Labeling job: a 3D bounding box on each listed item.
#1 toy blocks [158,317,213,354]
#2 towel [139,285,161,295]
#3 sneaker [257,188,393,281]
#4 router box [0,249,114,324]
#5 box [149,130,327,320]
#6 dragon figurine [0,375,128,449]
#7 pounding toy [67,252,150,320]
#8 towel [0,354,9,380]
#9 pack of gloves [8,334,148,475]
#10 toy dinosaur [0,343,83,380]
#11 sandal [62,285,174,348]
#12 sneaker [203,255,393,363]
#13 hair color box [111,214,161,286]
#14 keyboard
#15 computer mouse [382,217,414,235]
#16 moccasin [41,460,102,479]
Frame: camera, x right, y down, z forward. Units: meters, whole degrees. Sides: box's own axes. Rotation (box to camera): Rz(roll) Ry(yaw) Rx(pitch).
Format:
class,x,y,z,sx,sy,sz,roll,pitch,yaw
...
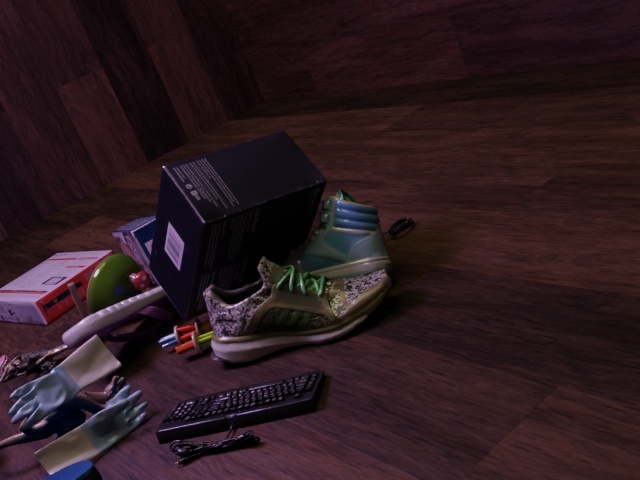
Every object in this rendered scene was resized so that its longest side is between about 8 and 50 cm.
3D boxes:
class,x,y,z,sx,sy,sz,roll,pitch,yaw
toy blocks,-0.289,0.218,1.789,0.148,0.054,0.123,-21,19,4
towel,-0.438,0.137,2.021,0.083,0.009,0.060,-33,-7,25
sneaker,0.000,0.000,1.789,0.319,0.208,0.127,-10,-7,22
router box,-0.831,0.142,2.513,0.336,0.082,0.301,-2,28,43
box,-0.192,-0.032,1.807,0.313,0.343,0.179,-21,58,-32
dragon figurine,-0.513,0.365,1.602,0.289,0.144,0.085,-44,24,-4
pounding toy,-0.512,0.143,2.073,0.110,0.182,0.237,13,31,27
towel,-0.883,0.370,2.062,0.144,0.029,0.197,-22,20,3
pack of gloves,-0.450,0.310,1.524,0.232,0.195,0.046,-37,-3,-36
toy dinosaur,-0.693,0.299,2.004,0.268,0.064,0.118,-16,14,7
sandal,-0.443,0.196,1.941,0.169,0.102,0.416,-32,-5,34
sneaker,-0.058,0.112,1.630,0.411,0.182,0.158,-19,20,7
hair color box,-0.460,0.027,2.206,0.105,0.173,0.347,-31,11,-19
keyboard,-0.154,0.312,1.444,0.317,0.033,0.201,-16,21,18
computer mouse,0.131,0.004,1.937,0.242,0.041,0.071,-24,17,-25
moccasin,-0.470,0.481,1.232,0.342,0.116,0.138,-38,12,-26
